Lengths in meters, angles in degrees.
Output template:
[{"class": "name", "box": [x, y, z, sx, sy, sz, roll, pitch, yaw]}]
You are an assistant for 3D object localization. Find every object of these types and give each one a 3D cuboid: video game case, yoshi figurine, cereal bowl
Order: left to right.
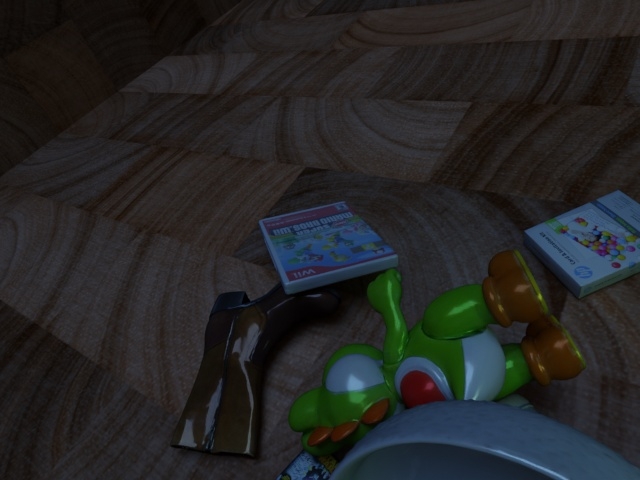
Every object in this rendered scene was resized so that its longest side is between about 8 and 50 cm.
[{"class": "video game case", "box": [0.000, 0.000, 0.854, 0.203, 0.025, 0.285, -13, 28, -11]}, {"class": "yoshi figurine", "box": [0.123, 0.158, 0.582, 0.362, 0.203, 0.204, -31, 53, 17]}, {"class": "cereal bowl", "box": [0.168, 0.291, 0.390, 0.338, 0.340, 0.141, 12, 19, 31]}]

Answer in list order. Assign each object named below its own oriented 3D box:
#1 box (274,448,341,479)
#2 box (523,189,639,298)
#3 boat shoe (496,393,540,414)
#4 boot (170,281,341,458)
[{"class": "box", "box": [0.008, 0.345, 0.584, 0.094, 0.027, 0.137, -41, 45, -20]}, {"class": "box", "box": [0.467, 0.001, 0.730, 0.186, 0.038, 0.145, -24, 42, 0]}, {"class": "boat shoe", "box": [0.191, 0.280, 0.534, 0.227, 0.079, 0.081, -30, 39, -13]}, {"class": "boot", "box": [-0.099, 0.204, 0.723, 0.263, 0.096, 0.281, -5, 47, 14]}]
